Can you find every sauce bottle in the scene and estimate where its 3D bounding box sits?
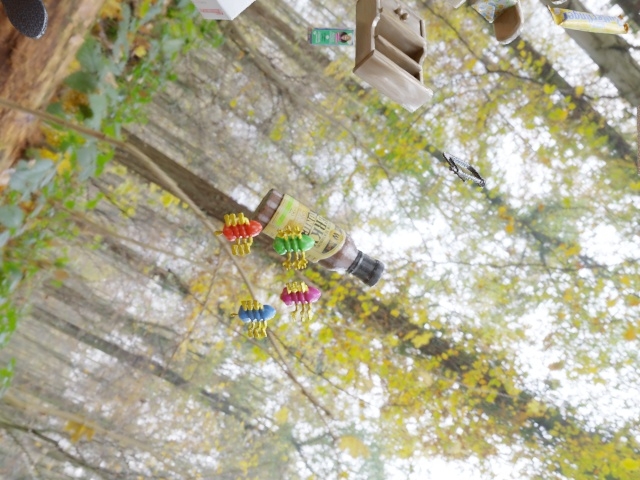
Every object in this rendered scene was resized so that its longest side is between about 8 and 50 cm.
[{"bbox_3d":[0.000,0.000,1.471,0.111,0.344,0.111,-56,-168,19],"label":"sauce bottle"}]

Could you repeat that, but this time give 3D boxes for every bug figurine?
[{"bbox_3d":[-0.109,0.067,1.272,0.216,0.278,0.072,-2,-163,19],"label":"bug figurine"}]

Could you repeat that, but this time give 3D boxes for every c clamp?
[{"bbox_3d":[0.363,-0.169,1.507,0.022,0.161,0.137,-52,-131,26],"label":"c clamp"}]

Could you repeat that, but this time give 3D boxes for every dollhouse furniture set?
[{"bbox_3d":[0.255,-0.494,1.205,0.394,0.362,0.256,-34,-138,41],"label":"dollhouse furniture set"}]

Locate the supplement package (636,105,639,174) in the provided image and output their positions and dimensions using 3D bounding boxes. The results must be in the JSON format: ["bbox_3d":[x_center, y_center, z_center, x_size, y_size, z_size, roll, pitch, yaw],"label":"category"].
[{"bbox_3d":[0.807,-0.218,1.236,0.204,0.262,0.145,2,-80,48],"label":"supplement package"}]

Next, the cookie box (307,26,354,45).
[{"bbox_3d":[0.024,-0.516,1.520,0.092,0.107,0.040,-110,-160,-66],"label":"cookie box"}]

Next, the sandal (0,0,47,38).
[{"bbox_3d":[-0.538,-0.428,1.071,0.067,0.179,0.040,-40,169,-1],"label":"sandal"}]

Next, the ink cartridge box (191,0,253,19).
[{"bbox_3d":[-0.389,-0.898,1.894,0.160,0.384,0.279,-46,-145,-7],"label":"ink cartridge box"}]

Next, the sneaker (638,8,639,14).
[{"bbox_3d":[0.880,-0.615,1.548,0.221,0.087,0.083,-41,148,-57],"label":"sneaker"}]

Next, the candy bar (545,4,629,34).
[{"bbox_3d":[0.413,-0.339,0.928,0.018,0.162,0.040,123,-43,-54],"label":"candy bar"}]
